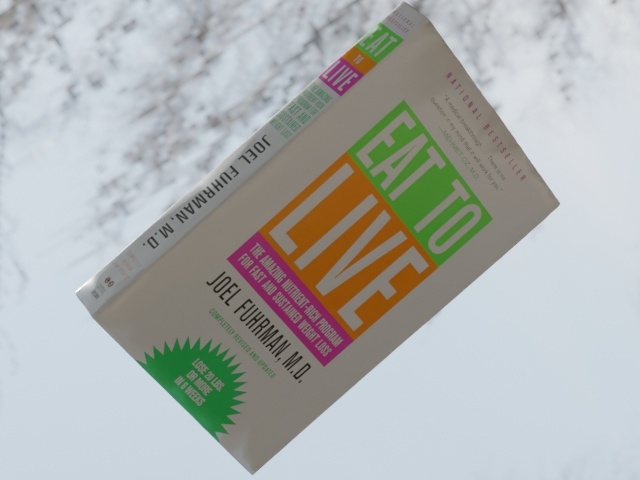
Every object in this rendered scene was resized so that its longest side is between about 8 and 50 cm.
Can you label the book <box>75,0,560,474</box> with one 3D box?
[{"bbox_3d":[0.000,0.000,0.624,0.096,0.144,0.035,49,177,-40],"label":"book"}]
